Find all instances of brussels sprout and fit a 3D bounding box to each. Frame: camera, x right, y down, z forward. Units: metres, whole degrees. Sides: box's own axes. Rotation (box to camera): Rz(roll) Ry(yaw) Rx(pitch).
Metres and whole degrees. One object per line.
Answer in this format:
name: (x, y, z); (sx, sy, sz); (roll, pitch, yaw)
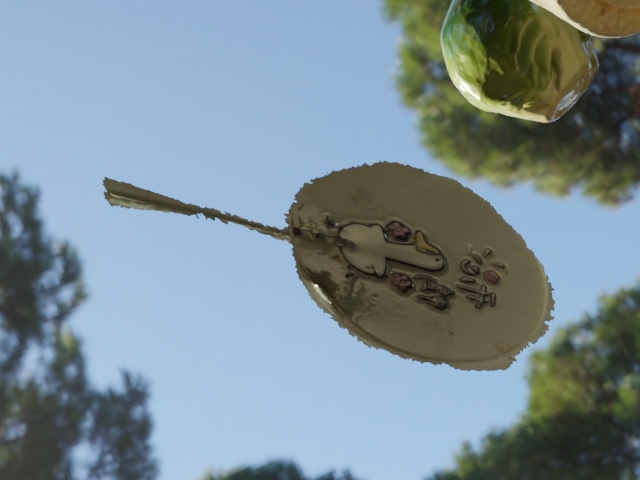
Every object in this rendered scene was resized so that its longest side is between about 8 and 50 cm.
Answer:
brussels sprout: (0.211, -0.216, 1.662); (0.162, 0.180, 0.144); (-59, -27, 0)

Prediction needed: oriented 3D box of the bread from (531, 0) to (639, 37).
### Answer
bread: (0.181, -0.228, 1.061); (0.134, 0.141, 0.148); (0, -65, -24)

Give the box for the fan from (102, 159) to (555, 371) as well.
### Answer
fan: (0.000, 0.000, 1.313); (0.414, 0.012, 0.233); (16, -44, 15)
